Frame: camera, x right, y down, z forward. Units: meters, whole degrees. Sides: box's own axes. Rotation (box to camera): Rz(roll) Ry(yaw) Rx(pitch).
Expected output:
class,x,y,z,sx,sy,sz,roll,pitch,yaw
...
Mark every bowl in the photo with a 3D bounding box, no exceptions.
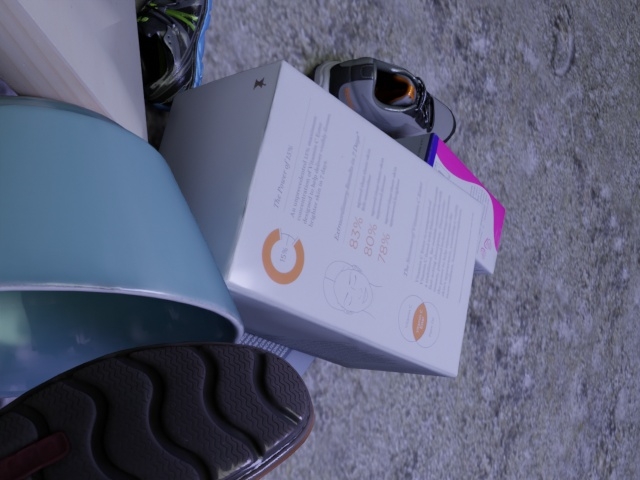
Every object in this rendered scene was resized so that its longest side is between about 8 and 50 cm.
class,x,y,z,sx,sy,sz,roll,pitch,yaw
bowl,-0.219,0.008,0.555,0.312,0.312,0.163,13,60,-44

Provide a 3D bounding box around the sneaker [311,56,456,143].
class,x,y,z,sx,sy,sz,roll,pitch,yaw
sneaker,0.112,-0.184,1.049,0.272,0.108,0.100,10,78,-46

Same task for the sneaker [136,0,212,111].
class,x,y,z,sx,sy,sz,roll,pitch,yaw
sneaker,-0.163,-0.232,0.798,0.078,0.067,0.188,7,85,-51

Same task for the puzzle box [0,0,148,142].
class,x,y,z,sx,sy,sz,roll,pitch,yaw
puzzle box,-0.216,-0.289,0.578,0.272,0.052,0.408,67,12,-69

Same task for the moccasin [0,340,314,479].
class,x,y,z,sx,sy,sz,roll,pitch,yaw
moccasin,-0.179,0.187,0.512,0.380,0.147,0.139,-29,64,-21

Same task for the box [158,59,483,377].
class,x,y,z,sx,sy,sz,roll,pitch,yaw
box,0.000,0.000,0.801,0.345,0.168,0.214,28,68,-41

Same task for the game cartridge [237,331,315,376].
class,x,y,z,sx,sy,sz,roll,pitch,yaw
game cartridge,-0.064,0.065,0.887,0.297,0.062,0.198,-50,116,-36

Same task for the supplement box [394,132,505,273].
class,x,y,z,sx,sy,sz,roll,pitch,yaw
supplement box,0.161,-0.044,1.073,0.220,0.114,0.111,36,61,-41
